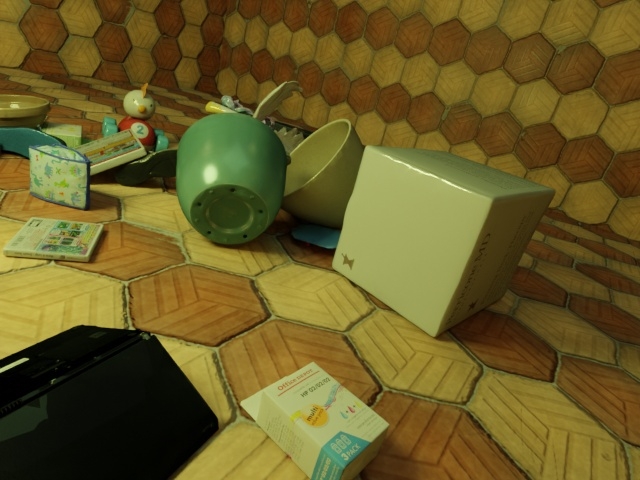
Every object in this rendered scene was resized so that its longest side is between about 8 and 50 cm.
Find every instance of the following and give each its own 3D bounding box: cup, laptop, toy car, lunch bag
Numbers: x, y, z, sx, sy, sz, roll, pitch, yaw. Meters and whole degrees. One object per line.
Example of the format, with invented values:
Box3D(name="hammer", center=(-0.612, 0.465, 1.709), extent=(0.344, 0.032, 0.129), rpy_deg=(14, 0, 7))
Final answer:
Box3D(name="cup", center=(0.030, -0.170, 1.259), extent=(0.237, 0.331, 0.331), rpy_deg=(45, 9, -27))
Box3D(name="laptop", center=(-0.307, 0.216, 0.492), extent=(0.264, 0.137, 0.234), rpy_deg=(-3, 12, 28))
Box3D(name="toy car", center=(-0.686, -0.475, 1.540), extent=(0.219, 0.238, 0.210), rpy_deg=(6, 23, -34))
Box3D(name="lunch bag", center=(-0.630, -0.158, 1.008), extent=(0.151, 0.129, 0.096), rpy_deg=(21, 24, 16))

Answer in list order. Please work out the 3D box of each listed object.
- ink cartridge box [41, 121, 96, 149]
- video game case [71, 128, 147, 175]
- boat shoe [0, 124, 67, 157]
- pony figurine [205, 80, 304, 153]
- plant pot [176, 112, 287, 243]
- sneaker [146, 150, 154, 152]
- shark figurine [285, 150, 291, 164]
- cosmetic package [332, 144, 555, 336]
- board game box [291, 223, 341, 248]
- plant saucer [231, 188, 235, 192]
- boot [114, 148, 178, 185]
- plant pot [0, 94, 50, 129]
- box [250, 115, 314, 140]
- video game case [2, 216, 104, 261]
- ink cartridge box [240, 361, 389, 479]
Box3D(name="ink cartridge box", center=(-0.852, -0.364, 1.448), extent=(0.235, 0.056, 0.171), rpy_deg=(-1, 27, -29))
Box3D(name="video game case", center=(-0.665, -0.276, 1.266), extent=(0.204, 0.025, 0.285), rpy_deg=(-27, 36, -18))
Box3D(name="boat shoe", center=(-0.893, -0.310, 1.233), extent=(0.258, 0.109, 0.089), rpy_deg=(14, 19, -6))
Box3D(name="pony figurine", center=(-0.237, -0.376, 1.407), extent=(0.363, 0.303, 0.351), rpy_deg=(30, 64, 26))
Box3D(name="plant pot", center=(-0.224, -0.132, 1.024), extent=(0.292, 0.293, 0.235), rpy_deg=(8, 41, -16))
Box3D(name="sneaker", center=(-0.585, -0.298, 1.490), extent=(0.109, 0.040, 0.044), rpy_deg=(-6, 47, -34))
Box3D(name="shark figurine", center=(-0.200, -0.241, 1.167), extent=(0.278, 0.116, 0.166), rpy_deg=(18, 16, -28))
Box3D(name="cosmetic package", center=(0.301, -0.027, 1.019), extent=(0.393, 0.330, 0.327), rpy_deg=(-11, 34, -44))
Box3D(name="board game box", center=(0.000, 0.000, 1.158), extent=(0.168, 0.033, 0.133), rpy_deg=(17, 25, 20))
Box3D(name="plant saucer", center=(-0.296, -0.212, 1.402), extent=(0.332, 0.081, 0.332), rpy_deg=(33, 29, 35))
Box3D(name="boot", center=(-0.516, -0.251, 1.285), extent=(0.236, 0.085, 0.179), rpy_deg=(-18, 28, -10))
Box3D(name="plant pot", center=(-1.023, -0.406, 1.345), extent=(0.237, 0.110, 0.237), rpy_deg=(4, 28, -2))
Box3D(name="box", center=(-0.108, -0.393, 1.756), extent=(0.312, 0.179, 0.343), rpy_deg=(22, 16, 20))
Box3D(name="video game case", center=(-0.545, -0.004, 0.848), extent=(0.143, 0.019, 0.157), rpy_deg=(7, 23, -20))
Box3D(name="ink cartridge box", center=(-0.013, 0.238, 0.558), extent=(0.181, 0.062, 0.104), rpy_deg=(30, 27, 33))
